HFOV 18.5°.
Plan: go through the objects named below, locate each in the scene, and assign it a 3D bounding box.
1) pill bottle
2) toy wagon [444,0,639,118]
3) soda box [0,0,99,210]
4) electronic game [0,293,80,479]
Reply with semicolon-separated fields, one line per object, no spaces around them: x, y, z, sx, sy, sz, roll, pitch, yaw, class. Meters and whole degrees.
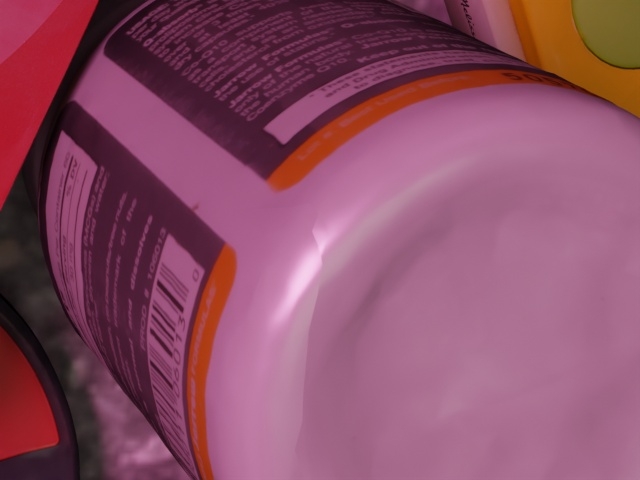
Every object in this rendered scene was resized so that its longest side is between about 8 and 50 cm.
0.000;0.000;0.629;0.162;0.278;0.162;-7;110;-20;pill bottle
0.206;-0.156;0.783;0.344;0.068;0.267;-26;116;-13;toy wagon
-0.131;-0.075;0.635;0.092;0.083;0.263;25;87;-26;soda box
-0.199;0.099;0.709;0.229;0.048;0.229;-7;110;-20;electronic game
